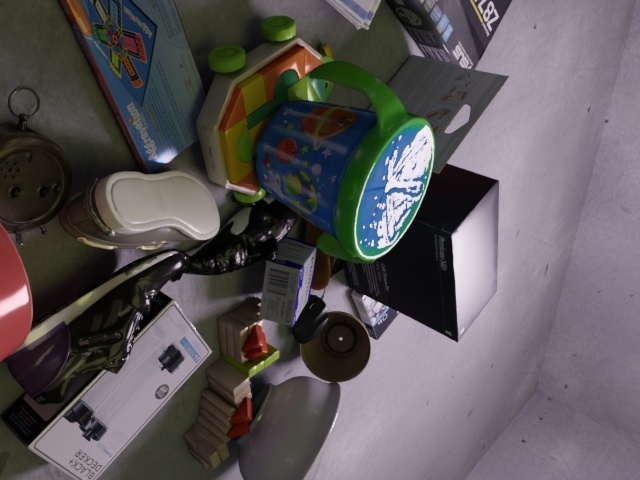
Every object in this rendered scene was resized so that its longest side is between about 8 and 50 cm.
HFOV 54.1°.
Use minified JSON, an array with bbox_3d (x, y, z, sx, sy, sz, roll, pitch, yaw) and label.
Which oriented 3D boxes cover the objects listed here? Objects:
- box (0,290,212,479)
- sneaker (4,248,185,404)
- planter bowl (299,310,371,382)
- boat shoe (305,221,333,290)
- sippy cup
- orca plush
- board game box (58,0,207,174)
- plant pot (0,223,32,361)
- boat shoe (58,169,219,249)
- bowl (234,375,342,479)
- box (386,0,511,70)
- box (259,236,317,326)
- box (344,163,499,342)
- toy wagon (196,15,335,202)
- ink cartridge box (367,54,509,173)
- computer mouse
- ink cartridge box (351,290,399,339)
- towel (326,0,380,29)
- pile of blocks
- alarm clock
[{"bbox_3d":[-0.326,0.226,0.998,0.290,0.087,0.169,-47,142,-24],"label":"box"},{"bbox_3d":[-0.305,0.122,0.911,0.283,0.107,0.124,-35,100,-26],"label":"sneaker"},{"bbox_3d":[0.041,0.237,1.454,0.109,0.162,0.162,-16,128,-80],"label":"planter bowl"},{"bbox_3d":[0.000,0.000,1.315,0.073,0.073,0.207,-87,-172,-64],"label":"boat shoe"},{"bbox_3d":[0.027,-0.115,0.993,0.240,0.224,0.305,0,112,-59],"label":"sippy cup"},{"bbox_3d":[-0.125,-0.002,1.107,0.287,0.102,0.151,-19,125,-46],"label":"orca plush"},{"bbox_3d":[-0.241,-0.240,0.870,0.145,0.027,0.281,-45,141,-29],"label":"board game box"},{"bbox_3d":[-0.449,0.073,0.613,0.243,0.275,0.275,-31,135,-53],"label":"plant pot"},{"bbox_3d":[-0.248,-0.041,0.916,0.305,0.091,0.109,-2,74,-72],"label":"boat shoe"},{"bbox_3d":[-0.090,0.399,1.329,0.298,0.134,0.298,-55,-173,10],"label":"bowl"},{"bbox_3d":[0.281,-0.564,1.297,0.395,0.097,0.318,30,90,-55],"label":"box"},{"bbox_3d":[-0.061,0.078,1.225,0.137,0.072,0.126,-58,160,-66],"label":"box"},{"bbox_3d":[0.206,0.000,1.363,0.179,0.312,0.343,-44,141,-27],"label":"box"},{"bbox_3d":[-0.066,-0.231,1.050,0.344,0.068,0.267,-43,146,-33],"label":"toy wagon"},{"bbox_3d":[0.216,-0.250,1.281,0.275,0.239,0.060,-52,144,-17],"label":"ink cartridge box"},{"bbox_3d":[-0.001,0.115,1.380,0.041,0.071,0.242,23,91,-48],"label":"computer mouse"},{"bbox_3d":[0.175,0.127,1.641,0.208,0.045,0.206,-50,143,-22],"label":"ink cartridge box"},{"bbox_3d":[0.064,-0.533,1.058,0.209,0.034,0.285,24,90,-41],"label":"towel"},{"bbox_3d":[-0.155,0.302,1.253,0.149,0.113,0.362,2,110,-53],"label":"pile of blocks"},{"bbox_3d":[-0.370,-0.092,0.766,0.129,0.064,0.192,-6,112,-51],"label":"alarm clock"}]
